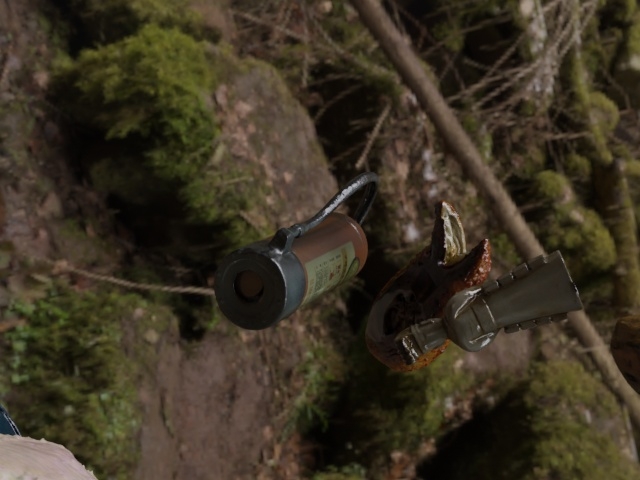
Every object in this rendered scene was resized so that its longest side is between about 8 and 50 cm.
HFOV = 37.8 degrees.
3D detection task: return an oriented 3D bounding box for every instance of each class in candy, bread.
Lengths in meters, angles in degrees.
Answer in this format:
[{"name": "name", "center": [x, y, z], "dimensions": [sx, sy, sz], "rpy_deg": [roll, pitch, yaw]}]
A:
[{"name": "candy", "center": [0.451, 0.169, 1.065], "dimensions": [0.271, 0.101, 0.143], "rpy_deg": [31, -5, -22]}, {"name": "bread", "center": [0.155, 0.082, 1.330], "dimensions": [0.095, 0.269, 0.139], "rpy_deg": [9, 34, -44]}]

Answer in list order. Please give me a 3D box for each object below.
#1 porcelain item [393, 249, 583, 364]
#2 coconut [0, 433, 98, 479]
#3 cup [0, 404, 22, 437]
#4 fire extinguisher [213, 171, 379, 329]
[{"name": "porcelain item", "center": [0.187, 0.084, 1.069], "dimensions": [0.084, 0.213, 0.054], "rpy_deg": [63, 14, -12]}, {"name": "coconut", "center": [-0.225, 0.265, 0.579], "dimensions": [0.254, 0.297, 0.297], "rpy_deg": [44, 3, 23]}, {"name": "cup", "center": [-0.711, 0.472, 1.750], "dimensions": [0.308, 0.292, 0.242], "rpy_deg": [61, -3, 33]}, {"name": "fire extinguisher", "center": [0.005, 0.010, 1.362], "dimensions": [0.113, 0.200, 0.376], "rpy_deg": [53, 25, 6]}]
